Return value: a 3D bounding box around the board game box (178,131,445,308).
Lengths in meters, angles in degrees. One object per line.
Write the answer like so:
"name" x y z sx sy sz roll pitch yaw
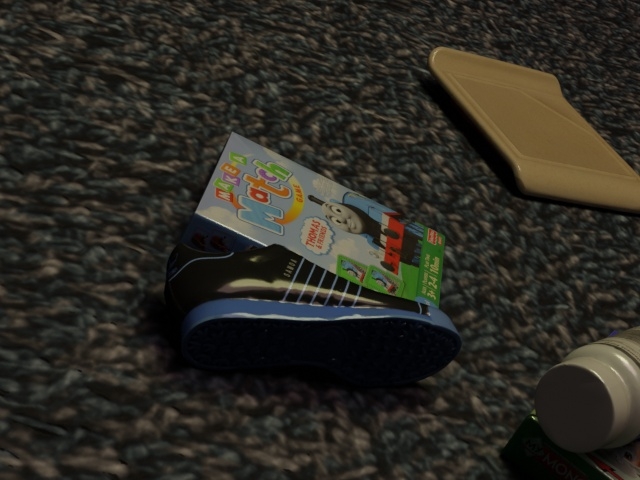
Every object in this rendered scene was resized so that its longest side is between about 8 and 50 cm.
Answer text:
"board game box" 0.000 0.000 1.098 0.211 0.039 0.160 25 29 -6

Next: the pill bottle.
"pill bottle" 0.221 0.110 0.980 0.078 0.078 0.137 44 32 26

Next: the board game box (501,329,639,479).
"board game box" 0.315 0.212 1.031 0.317 0.046 0.213 38 30 15

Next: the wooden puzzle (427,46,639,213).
"wooden puzzle" 0.250 -0.122 1.534 0.221 0.044 0.239 7 40 -36

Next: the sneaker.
"sneaker" -0.004 0.047 0.971 0.232 0.081 0.090 9 41 -30
